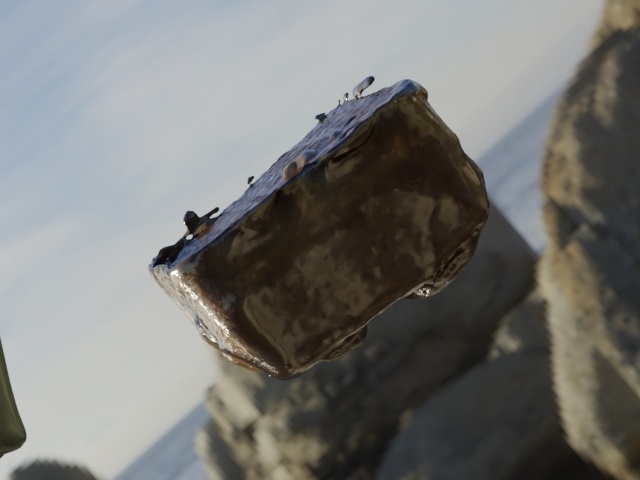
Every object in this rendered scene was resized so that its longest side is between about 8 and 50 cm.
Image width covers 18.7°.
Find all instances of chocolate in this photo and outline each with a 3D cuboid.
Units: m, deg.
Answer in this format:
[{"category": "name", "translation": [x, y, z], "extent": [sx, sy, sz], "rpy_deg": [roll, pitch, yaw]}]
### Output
[{"category": "chocolate", "translation": [0.000, 0.000, 0.937], "extent": [0.148, 0.093, 0.214], "rpy_deg": [-42, 8, -5]}]

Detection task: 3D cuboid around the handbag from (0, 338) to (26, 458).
[{"category": "handbag", "translation": [-0.306, 0.011, 1.435], "extent": [0.109, 0.315, 0.241], "rpy_deg": [-6, 0, -35]}]
